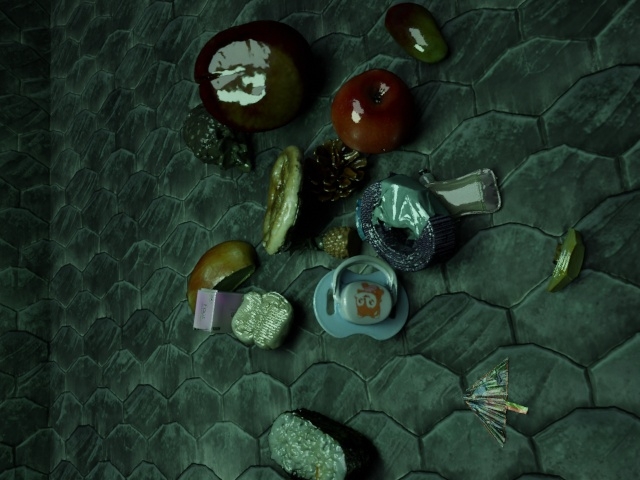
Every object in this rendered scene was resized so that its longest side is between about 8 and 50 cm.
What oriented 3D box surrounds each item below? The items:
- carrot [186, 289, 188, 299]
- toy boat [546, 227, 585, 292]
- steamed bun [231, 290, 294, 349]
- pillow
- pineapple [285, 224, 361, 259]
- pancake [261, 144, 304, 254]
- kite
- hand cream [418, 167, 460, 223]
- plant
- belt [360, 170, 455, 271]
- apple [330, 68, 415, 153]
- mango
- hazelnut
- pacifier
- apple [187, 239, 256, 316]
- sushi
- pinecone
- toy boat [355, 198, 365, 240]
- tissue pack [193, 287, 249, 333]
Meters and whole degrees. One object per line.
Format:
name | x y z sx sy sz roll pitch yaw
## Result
carrot | -0.478 0.181 2.253 0.186 0.060 0.060 -41 61 22
toy boat | 0.623 0.053 1.414 0.066 0.065 0.172 23 98 60
steamed bun | -0.186 0.271 1.956 0.211 0.144 0.218 26 100 21
pillow | 0.399 -0.125 1.604 0.232 0.038 0.131 -12 86 25
pineapple | 0.000 0.000 1.872 0.277 0.119 0.130 1 55 35
pancake | -0.131 -0.128 1.864 0.382 0.071 0.382 -167 90 -74
kite | 0.472 0.430 1.508 0.183 0.014 0.241 7 87 37
hand cream | 0.347 -0.129 1.666 0.067 0.042 0.194 -31 70 21
plant | -0.380 -0.386 2.154 0.312 0.215 0.213 35 109 41
belt | 0.246 -0.048 1.629 0.325 0.122 0.260 38 134 44
apple | 0.165 -0.393 1.708 0.260 0.216 0.260 2 69 -4
mango | 0.299 -0.657 1.735 0.133 0.111 0.267 -42 65 12
hazelnut | -0.220 -0.568 1.969 0.429 0.402 0.402 -25 67 8
pacifier | 0.114 0.188 1.716 0.233 0.299 0.244 132 142 -68
apple | -0.396 0.142 2.115 0.346 0.179 0.254 -43 19 13
sushi | -0.001 0.658 1.745 0.350 0.171 0.211 9 87 38
pinecone | 0.042 -0.232 1.822 0.229 0.201 0.202 -25 77 12
toy boat | 0.140 -0.069 1.810 0.061 0.060 0.137 -27 67 59
tissue pack | -0.334 0.254 2.006 0.092 0.246 0.149 3 85 34
